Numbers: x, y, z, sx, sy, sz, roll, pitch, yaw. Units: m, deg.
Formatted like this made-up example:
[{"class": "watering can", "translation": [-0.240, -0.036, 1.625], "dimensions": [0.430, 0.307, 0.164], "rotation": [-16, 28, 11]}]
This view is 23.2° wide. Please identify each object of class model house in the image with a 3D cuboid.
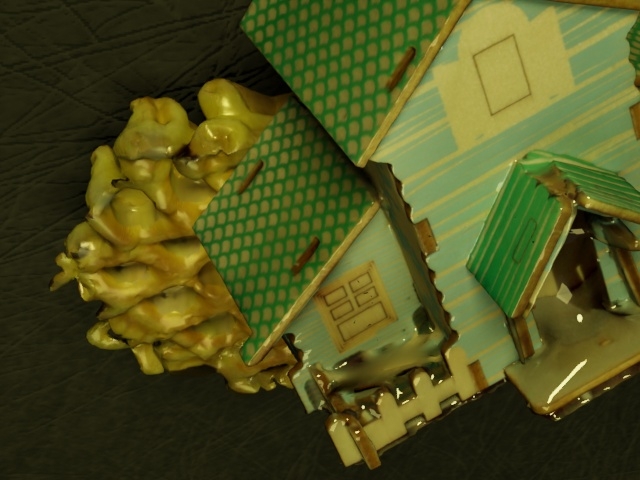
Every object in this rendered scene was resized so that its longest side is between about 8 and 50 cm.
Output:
[{"class": "model house", "translation": [0.068, -0.051, 0.665], "dimensions": [0.271, 0.178, 0.206], "rotation": [-26, 128, -4]}]

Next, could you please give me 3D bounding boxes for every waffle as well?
[{"class": "waffle", "translation": [-0.001, 0.006, 0.894], "dimensions": [0.329, 0.062, 0.329], "rotation": [-6, 149, -4]}]
